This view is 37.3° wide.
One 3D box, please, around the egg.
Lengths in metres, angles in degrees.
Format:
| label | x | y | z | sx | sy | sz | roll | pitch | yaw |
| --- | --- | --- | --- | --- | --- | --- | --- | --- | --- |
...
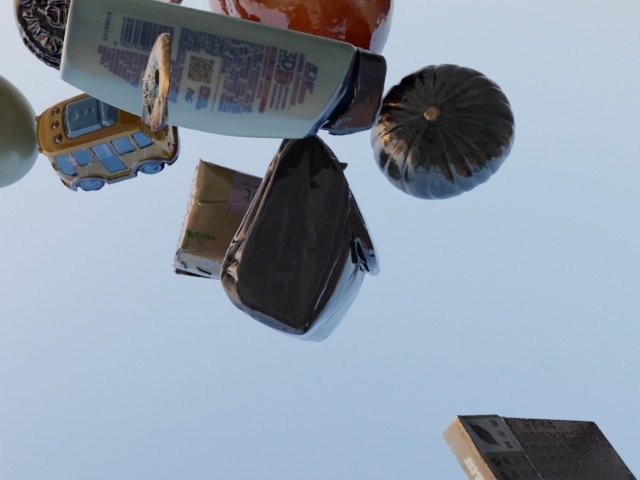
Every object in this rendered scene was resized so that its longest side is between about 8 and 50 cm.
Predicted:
| label | x | y | z | sx | sy | sz | roll | pitch | yaw |
| --- | --- | --- | --- | --- | --- | --- | --- | --- | --- |
| egg | -0.569 | -0.190 | 1.518 | 0.254 | 0.188 | 0.188 | 34 | -147 | -4 |

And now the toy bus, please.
| label | x | y | z | sx | sy | sz | roll | pitch | yaw |
| --- | --- | --- | --- | --- | --- | --- | --- | --- | --- |
| toy bus | -0.338 | -0.168 | 1.484 | 0.209 | 0.136 | 0.126 | -15 | -114 | 9 |

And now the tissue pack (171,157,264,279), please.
| label | x | y | z | sx | sy | sz | roll | pitch | yaw |
| --- | --- | --- | --- | --- | --- | --- | --- | --- | --- |
| tissue pack | -0.117 | -0.011 | 1.662 | 0.257 | 0.123 | 0.215 | 16 | -119 | -13 |

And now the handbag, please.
| label | x | y | z | sx | sy | sz | roll | pitch | yaw |
| --- | --- | --- | --- | --- | --- | --- | --- | --- | --- |
| handbag | 0.002 | 0.002 | 1.309 | 0.178 | 0.275 | 0.302 | 25 | 175 | 10 |

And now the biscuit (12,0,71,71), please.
| label | x | y | z | sx | sy | sz | roll | pitch | yaw |
| --- | --- | --- | --- | --- | --- | --- | --- | --- | --- |
| biscuit | -0.328 | -0.321 | 1.270 | 0.194 | 0.194 | 0.053 | 22 | -162 | 14 |

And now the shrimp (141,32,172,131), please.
| label | x | y | z | sx | sy | sz | roll | pitch | yaw |
| --- | --- | --- | --- | --- | --- | --- | --- | --- | --- |
| shrimp | -0.139 | -0.118 | 0.805 | 0.023 | 0.114 | 0.083 | 5 | -125 | -17 |

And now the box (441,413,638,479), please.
| label | x | y | z | sx | sy | sz | roll | pitch | yaw |
| --- | --- | --- | --- | --- | --- | --- | --- | --- | --- |
| box | 0.319 | 0.319 | 1.269 | 0.325 | 0.047 | 0.180 | 12 | -144 | -42 |

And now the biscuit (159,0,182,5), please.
| label | x | y | z | sx | sy | sz | roll | pitch | yaw |
| --- | --- | --- | --- | --- | --- | --- | --- | --- | --- |
| biscuit | -0.289 | -0.499 | 1.574 | 0.049 | 0.205 | 0.324 | -14 | -111 | -29 |

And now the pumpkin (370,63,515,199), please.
| label | x | y | z | sx | sy | sz | roll | pitch | yaw |
| --- | --- | --- | --- | --- | --- | --- | --- | --- | --- |
| pumpkin | 0.214 | -0.182 | 1.641 | 0.250 | 0.250 | 0.216 | 45 | -174 | 41 |

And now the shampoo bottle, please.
| label | x | y | z | sx | sy | sz | roll | pitch | yaw |
| --- | --- | --- | --- | --- | --- | --- | --- | --- | --- |
| shampoo bottle | -0.107 | -0.187 | 1.082 | 0.359 | 0.134 | 0.078 | 10 | -165 | -14 |

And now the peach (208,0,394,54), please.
| label | x | y | z | sx | sy | sz | roll | pitch | yaw |
| --- | --- | --- | --- | --- | --- | --- | --- | --- | --- |
| peach | -0.038 | -0.425 | 1.700 | 0.370 | 0.370 | 0.370 | 9 | -148 | -6 |
